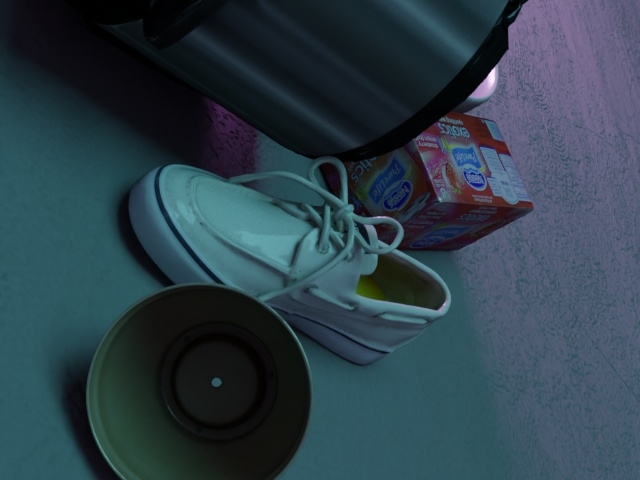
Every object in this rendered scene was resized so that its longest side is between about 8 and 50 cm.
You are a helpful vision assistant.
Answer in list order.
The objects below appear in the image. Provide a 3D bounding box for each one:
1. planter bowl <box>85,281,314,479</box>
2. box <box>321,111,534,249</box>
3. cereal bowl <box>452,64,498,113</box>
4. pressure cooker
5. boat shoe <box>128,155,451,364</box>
[{"bbox_3d":[-0.082,0.110,0.909,0.162,0.162,0.109,61,3,2],"label":"planter bowl"},{"bbox_3d":[0.127,-0.069,1.409,0.257,0.123,0.128,1,63,-57],"label":"box"},{"bbox_3d":[0.070,-0.287,1.500,0.339,0.141,0.339,37,37,-35],"label":"cereal bowl"},{"bbox_3d":[-0.052,-0.313,1.076,0.420,0.375,0.370,31,0,-36],"label":"pressure cooker"},{"bbox_3d":[0.002,0.008,1.109,0.367,0.156,0.135,32,39,-41],"label":"boat shoe"}]
